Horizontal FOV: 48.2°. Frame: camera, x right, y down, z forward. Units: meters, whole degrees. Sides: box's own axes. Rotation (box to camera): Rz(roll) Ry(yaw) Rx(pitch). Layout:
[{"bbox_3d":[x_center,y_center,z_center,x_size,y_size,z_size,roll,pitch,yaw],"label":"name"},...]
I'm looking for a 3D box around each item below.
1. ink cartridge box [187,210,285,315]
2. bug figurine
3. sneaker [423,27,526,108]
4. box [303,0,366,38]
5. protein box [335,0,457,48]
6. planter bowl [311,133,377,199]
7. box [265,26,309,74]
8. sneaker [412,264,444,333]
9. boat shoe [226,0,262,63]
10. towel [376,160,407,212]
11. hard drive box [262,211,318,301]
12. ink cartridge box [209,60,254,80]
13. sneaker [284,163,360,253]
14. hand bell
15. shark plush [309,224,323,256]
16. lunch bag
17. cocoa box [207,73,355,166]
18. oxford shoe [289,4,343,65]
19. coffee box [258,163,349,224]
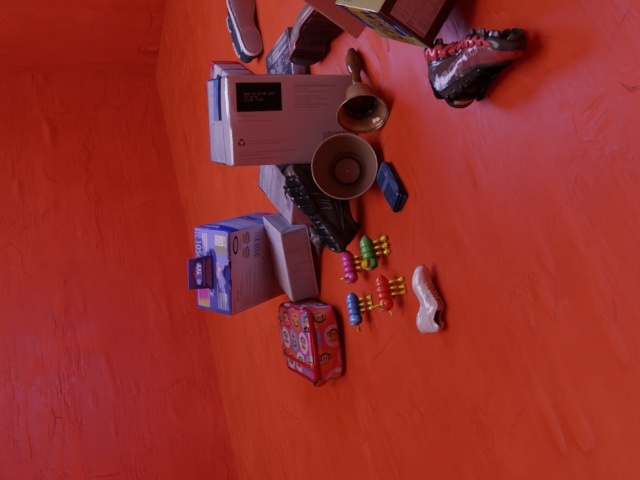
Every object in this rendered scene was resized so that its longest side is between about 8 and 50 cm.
[{"bbox_3d":[-0.257,0.069,2.275,0.151,0.395,0.270,7,104,30],"label":"ink cartridge box"},{"bbox_3d":[0.114,0.108,1.816,0.279,0.072,0.216,138,124,-63],"label":"bug figurine"},{"bbox_3d":[0.279,-0.311,1.299,0.276,0.098,0.135,-164,71,-68],"label":"sneaker"},{"bbox_3d":[-0.020,-0.653,1.655,0.168,0.215,0.345,-52,51,17],"label":"box"},{"bbox_3d":[0.167,-0.504,1.382,0.201,0.136,0.200,-60,31,8],"label":"protein box"},{"bbox_3d":[0.064,-0.179,1.796,0.109,0.162,0.162,15,-111,-84],"label":"planter bowl"},{"bbox_3d":[-0.104,-0.531,2.231,0.231,0.056,0.183,153,111,-66],"label":"box"},{"bbox_3d":[0.240,0.127,1.555,0.061,0.054,0.152,-9,89,52],"label":"sneaker"},{"bbox_3d":[-0.285,-0.781,2.544,0.091,0.114,0.302,-30,66,59],"label":"boat shoe"},{"bbox_3d":[0.166,-0.127,1.698,0.067,0.029,0.119,108,148,-45],"label":"towel"},{"bbox_3d":[-0.093,0.045,2.211,0.181,0.089,0.232,-137,35,-61],"label":"hard drive box"},{"bbox_3d":[-0.333,-0.553,2.702,0.273,0.114,0.197,-134,44,-55],"label":"ink cartridge box"},{"bbox_3d":[0.004,-0.096,1.855,0.267,0.106,0.101,56,158,-19],"label":"sneaker"},{"bbox_3d":[0.089,-0.392,1.769,0.126,0.126,0.242,113,157,-48],"label":"hand bell"},{"bbox_3d":[0.000,0.000,2.098,0.067,0.073,0.161,39,133,19],"label":"shark plush"},{"bbox_3d":[-0.030,0.313,2.162,0.293,0.120,0.258,-178,80,-69],"label":"lunch bag"},{"bbox_3d":[-0.107,-0.321,1.900,0.228,0.347,0.231,-159,65,-66],"label":"cocoa box"},{"bbox_3d":[-0.011,-0.603,1.915,0.348,0.123,0.130,147,123,-63],"label":"oxford shoe"},{"bbox_3d":[-0.054,-0.157,2.042,0.297,0.168,0.118,-131,42,-56],"label":"coffee box"}]
